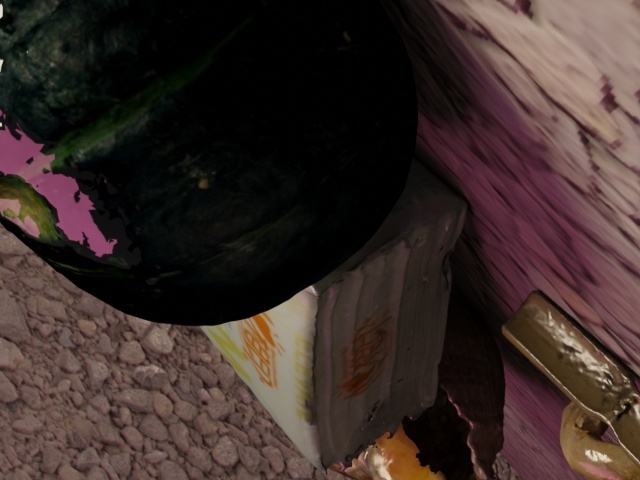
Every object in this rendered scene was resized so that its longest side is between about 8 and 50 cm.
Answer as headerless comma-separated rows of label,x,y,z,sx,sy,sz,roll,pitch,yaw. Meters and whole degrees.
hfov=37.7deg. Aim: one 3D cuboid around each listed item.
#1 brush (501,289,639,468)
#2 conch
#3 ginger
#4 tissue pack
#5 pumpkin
brush,0.204,0.121,0.584,0.248,0.043,0.036,47,-177,42
conch,0.103,0.145,1.001,0.352,0.210,0.297,22,135,45
ginger,0.262,0.215,0.663,0.288,0.075,0.089,49,136,43
tissue pack,-0.062,-0.028,0.811,0.388,0.162,0.287,46,155,32
pumpkin,-0.104,-0.095,0.508,0.315,0.238,0.315,51,-178,-2
